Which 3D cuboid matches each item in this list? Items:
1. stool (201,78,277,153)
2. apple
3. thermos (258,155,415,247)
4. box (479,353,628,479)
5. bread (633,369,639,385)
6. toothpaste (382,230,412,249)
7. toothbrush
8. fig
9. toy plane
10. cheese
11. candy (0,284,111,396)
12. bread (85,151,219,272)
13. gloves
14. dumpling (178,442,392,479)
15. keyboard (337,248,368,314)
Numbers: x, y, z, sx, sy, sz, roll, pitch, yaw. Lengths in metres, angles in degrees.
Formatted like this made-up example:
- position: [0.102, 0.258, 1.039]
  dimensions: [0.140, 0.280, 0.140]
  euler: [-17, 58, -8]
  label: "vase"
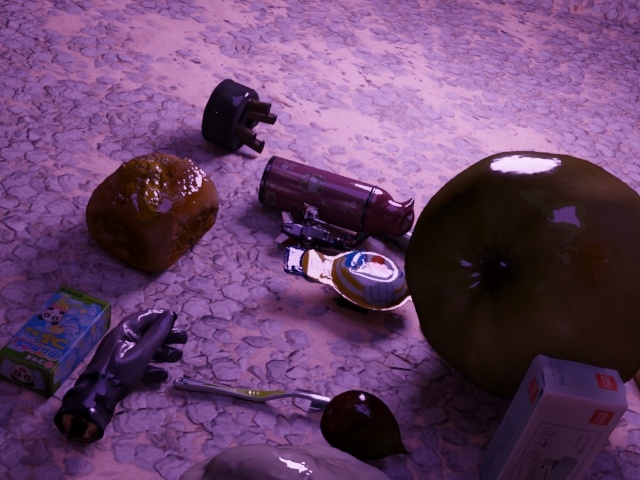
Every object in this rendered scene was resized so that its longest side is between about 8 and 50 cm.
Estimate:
- position: [-0.180, -0.296, 2.096]
  dimensions: [0.139, 0.153, 0.228]
  euler: [23, 35, 12]
  label: "stool"
- position: [0.364, 0.060, 1.517]
  dimensions: [0.474, 0.473, 0.473]
  euler: [10, 35, -7]
  label: "apple"
- position: [0.036, -0.075, 1.890]
  dimensions: [0.330, 0.109, 0.136]
  euler: [17, 44, 10]
  label: "thermos"
- position: [0.346, 0.298, 1.354]
  dimensions: [0.135, 0.269, 0.079]
  euler: [12, 36, -7]
  label: "box"
- position: [0.714, 0.256, 1.701]
  dimensions: [0.235, 0.099, 0.210]
  euler: [0, 34, -10]
  label: "bread"
- position: [0.155, -0.024, 1.938]
  dimensions: [0.239, 0.039, 0.062]
  euler: [34, 42, 29]
  label: "toothpaste"
- position: [-0.111, 0.249, 1.467]
  dimensions: [0.263, 0.026, 0.022]
  euler: [10, 29, -6]
  label: "toothbrush"
- position: [0.077, 0.302, 1.408]
  dimensions: [0.155, 0.103, 0.109]
  euler: [37, -16, -22]
  label: "fig"
- position: [0.002, -0.004, 1.826]
  dimensions: [0.188, 0.062, 0.135]
  euler: [14, 66, 1]
  label: "toy plane"
- position: [0.060, 0.069, 1.723]
  dimensions: [0.270, 0.069, 0.177]
  euler: [13, 35, -6]
  label: "cheese"
- position: [-0.428, 0.160, 1.448]
  dimensions: [0.097, 0.062, 0.194]
  euler: [20, 36, 7]
  label: "candy"
- position: [-0.315, -0.077, 1.721]
  dimensions: [0.196, 0.176, 0.246]
  euler: [26, 36, 13]
  label: "bread"
- position: [-0.303, 0.195, 1.390]
  dimensions: [0.119, 0.142, 0.285]
  euler: [48, 38, -1]
  label: "gloves"
- position: [-0.028, 0.344, 1.223]
  dimensions: [0.318, 0.187, 0.243]
  euler: [28, 40, 24]
  label: "dumpling"
- position: [0.082, 0.081, 1.789]
  dimensions: [0.064, 0.010, 0.198]
  euler: [18, 35, 3]
  label: "keyboard"
